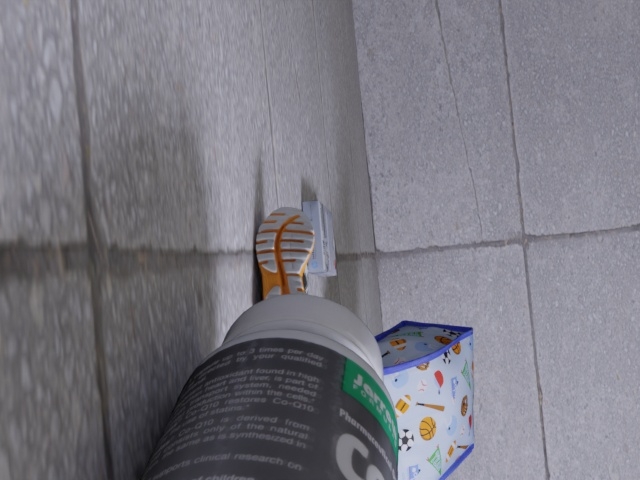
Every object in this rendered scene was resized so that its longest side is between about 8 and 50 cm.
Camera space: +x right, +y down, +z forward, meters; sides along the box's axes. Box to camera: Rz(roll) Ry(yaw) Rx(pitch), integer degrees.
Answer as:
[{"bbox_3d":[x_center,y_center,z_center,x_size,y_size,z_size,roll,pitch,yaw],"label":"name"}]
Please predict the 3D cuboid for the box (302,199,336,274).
[{"bbox_3d":[0.000,0.000,1.462,0.186,0.038,0.145,27,59,-78],"label":"box"}]

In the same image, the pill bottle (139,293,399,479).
[{"bbox_3d":[-0.039,0.201,0.559,0.361,0.204,0.204,-76,159,-65],"label":"pill bottle"}]

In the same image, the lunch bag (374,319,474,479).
[{"bbox_3d":[0.191,0.384,1.581,0.385,0.239,0.328,-18,106,-58],"label":"lunch bag"}]

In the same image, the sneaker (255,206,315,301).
[{"bbox_3d":[-0.053,0.052,0.997,0.083,0.084,0.215,97,-4,-65],"label":"sneaker"}]
